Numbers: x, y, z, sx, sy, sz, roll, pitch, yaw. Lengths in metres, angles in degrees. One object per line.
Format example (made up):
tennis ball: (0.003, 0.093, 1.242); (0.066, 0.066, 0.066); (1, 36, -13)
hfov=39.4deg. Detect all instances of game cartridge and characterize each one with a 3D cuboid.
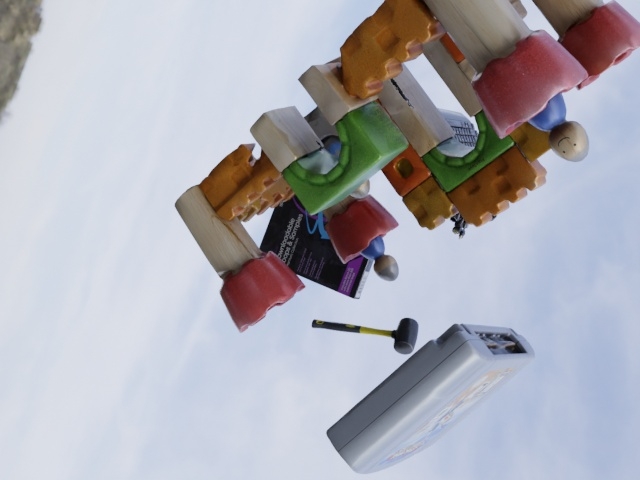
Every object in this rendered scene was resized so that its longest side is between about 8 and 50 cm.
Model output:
game cartridge: (0.124, 0.171, 0.973); (0.198, 0.297, 0.062); (-48, -111, 12)

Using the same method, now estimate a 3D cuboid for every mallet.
mallet: (0.081, 0.152, 1.575); (0.062, 0.190, 0.039); (-59, 153, -42)

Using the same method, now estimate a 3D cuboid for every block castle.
block castle: (0.095, -0.089, 0.916); (0.453, 0.212, 0.303); (-38, 176, 38)

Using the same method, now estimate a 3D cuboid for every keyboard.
keyboard: (0.198, -0.104, 1.293); (0.033, 0.317, 0.201); (-24, -96, 28)

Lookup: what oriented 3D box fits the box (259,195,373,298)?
box: (0.000, 0.000, 1.258); (0.029, 0.162, 0.116); (11, 100, -69)
